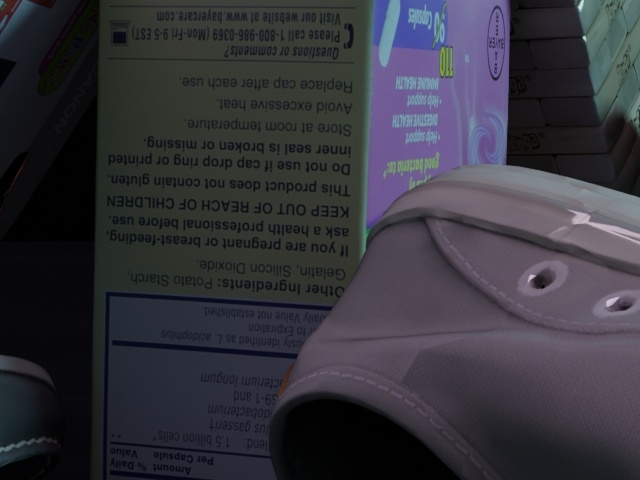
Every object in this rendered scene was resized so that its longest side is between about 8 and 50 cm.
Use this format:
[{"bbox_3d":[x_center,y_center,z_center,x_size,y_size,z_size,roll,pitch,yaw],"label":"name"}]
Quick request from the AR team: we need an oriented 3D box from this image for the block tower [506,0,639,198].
[{"bbox_3d":[0.132,-0.042,0.995,0.097,0.335,0.091,0,37,30],"label":"block tower"}]

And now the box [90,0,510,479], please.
[{"bbox_3d":[0.000,0.000,0.815,0.117,0.243,0.213,4,4,20],"label":"box"}]

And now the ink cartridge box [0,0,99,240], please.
[{"bbox_3d":[-0.220,-0.052,0.716,0.130,0.309,0.272,37,7,17],"label":"ink cartridge box"}]

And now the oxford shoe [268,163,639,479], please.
[{"bbox_3d":[0.144,0.084,0.470,0.130,0.169,0.449,-48,34,-21],"label":"oxford shoe"}]

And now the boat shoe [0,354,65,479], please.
[{"bbox_3d":[-0.201,0.106,0.619,0.112,0.095,0.335,-41,-22,28],"label":"boat shoe"}]
